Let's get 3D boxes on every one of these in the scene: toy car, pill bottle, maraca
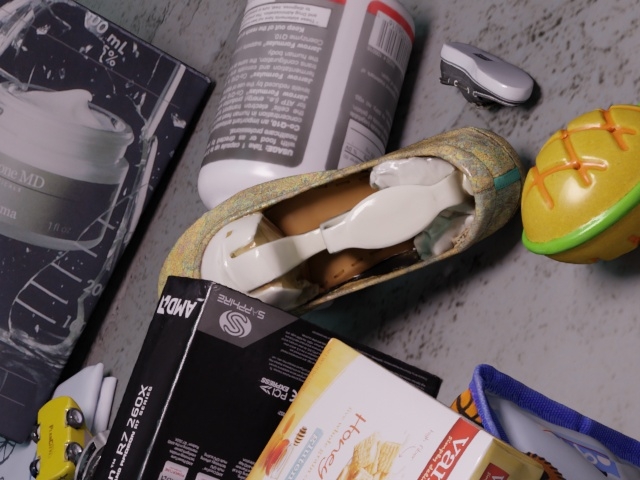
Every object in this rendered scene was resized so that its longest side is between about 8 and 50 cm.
[{"bbox_3d":[-0.246,0.285,2.000,0.225,0.053,0.239,8,70,46],"label":"toy car"},{"bbox_3d":[-0.021,-0.091,1.812,0.161,0.161,0.283,-14,57,57],"label":"pill bottle"},{"bbox_3d":[0.219,-0.055,1.435,0.185,0.099,0.127,-45,20,-14],"label":"maraca"}]

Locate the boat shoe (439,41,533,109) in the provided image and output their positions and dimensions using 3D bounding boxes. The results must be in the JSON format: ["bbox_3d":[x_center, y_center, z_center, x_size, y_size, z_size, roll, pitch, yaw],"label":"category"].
[{"bbox_3d":[0.141,-0.134,1.693,0.142,0.049,0.040,-133,51,-63],"label":"boat shoe"}]

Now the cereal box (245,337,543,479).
[{"bbox_3d":[0.022,0.166,1.181,0.173,0.047,0.240,-59,23,-3],"label":"cereal box"}]

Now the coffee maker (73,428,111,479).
[{"bbox_3d":[-0.145,0.245,1.806,0.120,0.171,0.178,-45,5,-5],"label":"coffee maker"}]

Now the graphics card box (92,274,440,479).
[{"bbox_3d":[-0.073,0.237,1.570,0.094,0.233,0.371,8,77,62],"label":"graphics card box"}]

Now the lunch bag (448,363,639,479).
[{"bbox_3d":[0.110,0.324,1.170,0.328,0.239,0.385,-50,34,23],"label":"lunch bag"}]

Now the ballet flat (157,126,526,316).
[{"bbox_3d":[0.000,0.000,1.623,0.348,0.123,0.123,-21,46,20],"label":"ballet flat"}]

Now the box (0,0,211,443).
[{"bbox_3d":[-0.464,-0.096,2.227,0.472,0.480,0.297,-64,27,-3],"label":"box"}]

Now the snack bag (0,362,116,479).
[{"bbox_3d":[-0.347,0.329,2.202,0.342,0.037,0.323,-30,43,48],"label":"snack bag"}]
